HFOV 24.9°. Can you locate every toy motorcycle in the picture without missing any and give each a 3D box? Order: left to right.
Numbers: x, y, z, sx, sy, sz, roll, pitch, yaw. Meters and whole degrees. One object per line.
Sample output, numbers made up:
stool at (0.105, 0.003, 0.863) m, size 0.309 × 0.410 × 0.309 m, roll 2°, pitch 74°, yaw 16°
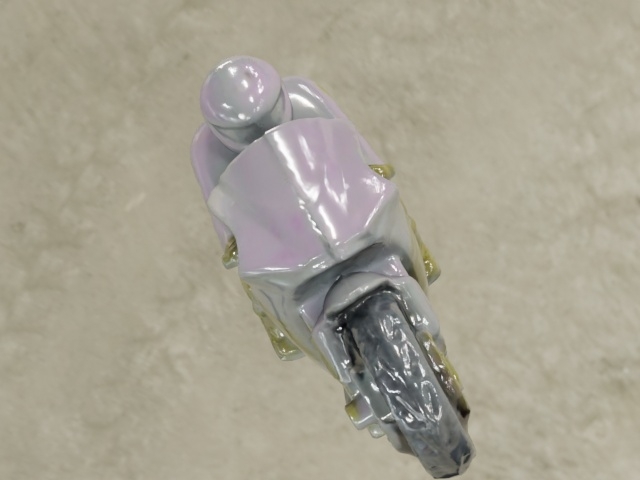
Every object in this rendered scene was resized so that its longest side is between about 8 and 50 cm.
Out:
toy motorcycle at (0.000, 0.000, 0.537) m, size 0.073 × 0.225 × 0.152 m, roll -29°, pitch 100°, yaw -1°
